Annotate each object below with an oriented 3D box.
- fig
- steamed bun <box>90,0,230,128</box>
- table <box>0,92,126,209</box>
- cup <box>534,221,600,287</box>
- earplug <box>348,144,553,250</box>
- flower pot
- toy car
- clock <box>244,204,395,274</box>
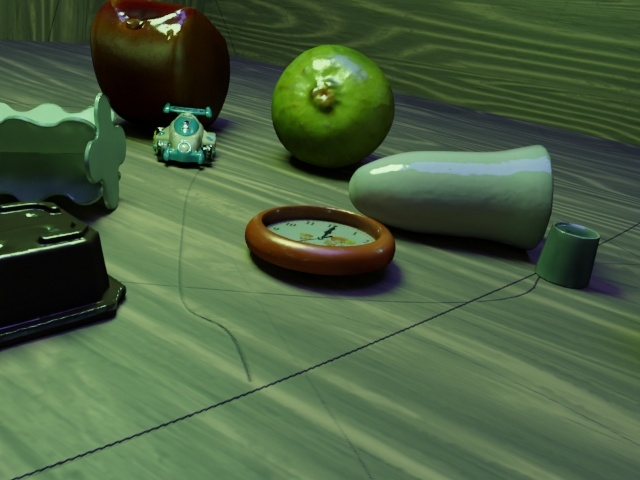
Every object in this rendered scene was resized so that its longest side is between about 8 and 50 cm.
[{"bbox_3d":[0.023,-0.278,1.323,0.258,0.257,0.326,9,3,-1],"label":"fig"},{"bbox_3d":[-0.348,-0.371,1.365,0.235,0.248,0.379,9,4,5],"label":"steamed bun"},{"bbox_3d":[-0.399,-0.125,0.861,0.199,0.166,0.166,0,21,-1],"label":"table"},{"bbox_3d":[0.370,0.016,0.908,0.078,0.077,0.100,15,21,14],"label":"cup"},{"bbox_3d":[0.196,-0.076,0.983,0.302,0.172,0.172,3,21,-1],"label":"earplug"},{"bbox_3d":[-0.325,0.024,0.584,0.179,0.084,0.251,26,26,36],"label":"flower pot"},{"bbox_3d":[-0.269,-0.210,1.200,0.126,0.098,0.161,3,20,-10],"label":"toy car"},{"bbox_3d":[0.000,0.000,0.828,0.206,0.051,0.205,7,20,-3],"label":"clock"}]
